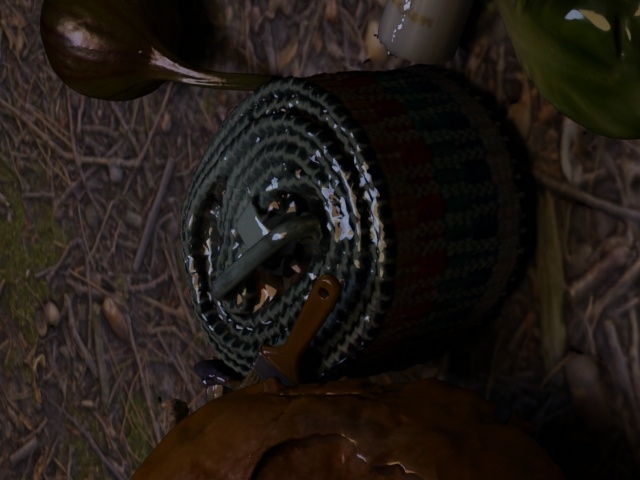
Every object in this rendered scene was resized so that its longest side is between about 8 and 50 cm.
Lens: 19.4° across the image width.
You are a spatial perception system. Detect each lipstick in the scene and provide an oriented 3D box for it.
[{"bbox_3d":[0.097,-0.235,1.200,0.059,0.059,0.264,50,136,36],"label":"lipstick"}]

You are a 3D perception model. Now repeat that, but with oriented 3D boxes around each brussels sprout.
[{"bbox_3d":[0.169,-0.121,1.102,0.181,0.100,0.139,19,134,38],"label":"brussels sprout"}]

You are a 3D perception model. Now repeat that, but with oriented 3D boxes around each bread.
[{"bbox_3d":[0.024,0.271,1.193,0.337,0.204,0.358,-4,68,24],"label":"bread"}]

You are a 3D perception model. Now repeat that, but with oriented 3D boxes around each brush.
[{"bbox_3d":[-0.017,0.071,1.238,0.043,0.014,0.170,41,141,11],"label":"brush"}]

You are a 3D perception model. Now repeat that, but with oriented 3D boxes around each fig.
[{"bbox_3d":[-0.129,-0.150,1.517,0.236,0.124,0.124,30,123,34],"label":"fig"}]

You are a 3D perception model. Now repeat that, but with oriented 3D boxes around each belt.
[{"bbox_3d":[0.000,0.000,1.311,0.295,0.160,0.206,-34,71,53],"label":"belt"}]

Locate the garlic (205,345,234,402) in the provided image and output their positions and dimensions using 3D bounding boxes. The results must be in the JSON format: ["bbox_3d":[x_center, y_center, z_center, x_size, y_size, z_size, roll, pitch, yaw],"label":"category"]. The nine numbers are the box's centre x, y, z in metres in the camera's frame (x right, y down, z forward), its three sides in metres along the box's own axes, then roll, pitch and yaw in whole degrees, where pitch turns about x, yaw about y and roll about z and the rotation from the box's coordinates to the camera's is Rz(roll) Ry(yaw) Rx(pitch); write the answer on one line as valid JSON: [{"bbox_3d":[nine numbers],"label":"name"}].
[{"bbox_3d":[-0.068,0.119,1.522,0.084,0.066,0.152,16,113,55],"label":"garlic"}]

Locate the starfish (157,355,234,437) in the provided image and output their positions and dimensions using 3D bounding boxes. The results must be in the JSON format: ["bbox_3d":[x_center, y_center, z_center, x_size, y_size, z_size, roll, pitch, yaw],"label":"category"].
[{"bbox_3d":[-0.090,0.267,1.437,0.302,0.060,0.299,70,-158,-46],"label":"starfish"}]
